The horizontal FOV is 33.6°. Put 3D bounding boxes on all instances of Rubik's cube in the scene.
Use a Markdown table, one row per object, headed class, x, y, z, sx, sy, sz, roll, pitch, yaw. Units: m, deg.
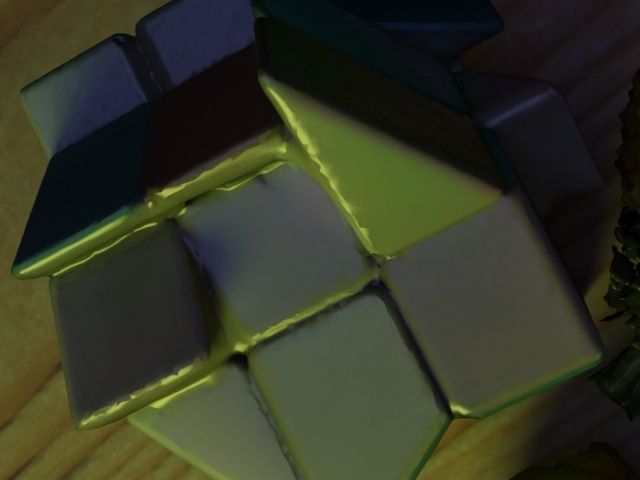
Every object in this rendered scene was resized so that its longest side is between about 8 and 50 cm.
| class | x | y | z | sx | sy | sz | roll | pitch | yaw |
| --- | --- | --- | --- | --- | --- | --- | --- | --- | --- |
| Rubik's cube | 0.000 | 0.000 | 0.706 | 0.358 | 0.387 | 0.368 | -28 | 86 | 10 |

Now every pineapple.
| class | x | y | z | sx | sy | sz | roll | pitch | yaw |
| --- | --- | --- | --- | --- | --- | --- | --- | --- | --- |
| pineapple | 0.239 | 0.000 | 0.691 | 0.128 | 0.128 | 0.248 | 20 | 121 | 25 |

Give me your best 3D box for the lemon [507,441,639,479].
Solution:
| class | x | y | z | sx | sy | sz | roll | pitch | yaw |
| --- | --- | --- | --- | --- | --- | --- | --- | --- | --- |
| lemon | 0.169 | 0.259 | 0.705 | 0.188 | 0.188 | 0.256 | -1 | 64 | 24 |
